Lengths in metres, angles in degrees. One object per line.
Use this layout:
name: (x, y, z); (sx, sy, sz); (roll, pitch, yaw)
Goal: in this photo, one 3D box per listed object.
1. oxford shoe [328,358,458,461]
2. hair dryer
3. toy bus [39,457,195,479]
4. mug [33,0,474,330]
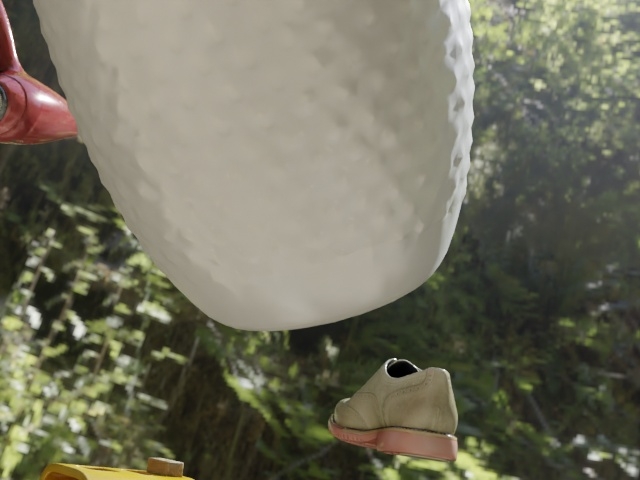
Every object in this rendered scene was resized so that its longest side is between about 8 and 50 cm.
oxford shoe: (0.122, 0.266, 1.736); (0.141, 0.146, 0.397); (12, -9, -20)
hair dryer: (-0.357, -0.215, 1.250); (0.080, 0.223, 0.293); (-10, -43, 18)
toy bus: (-0.147, 0.242, 0.938); (0.191, 0.104, 0.202); (7, -8, 4)
mug: (-0.025, -0.136, 0.765); (0.276, 0.374, 0.327); (-10, -74, 13)
